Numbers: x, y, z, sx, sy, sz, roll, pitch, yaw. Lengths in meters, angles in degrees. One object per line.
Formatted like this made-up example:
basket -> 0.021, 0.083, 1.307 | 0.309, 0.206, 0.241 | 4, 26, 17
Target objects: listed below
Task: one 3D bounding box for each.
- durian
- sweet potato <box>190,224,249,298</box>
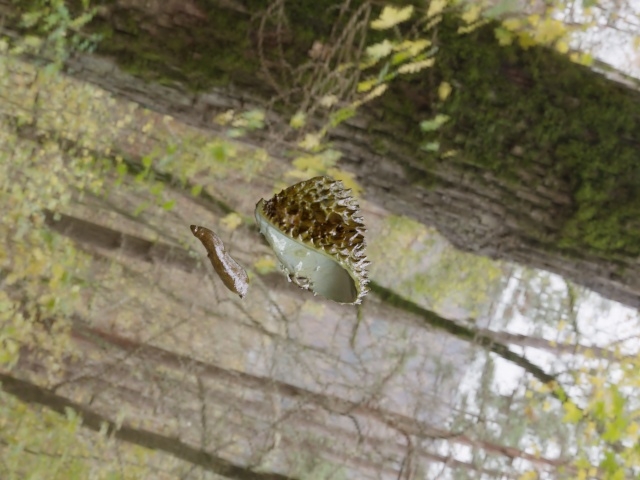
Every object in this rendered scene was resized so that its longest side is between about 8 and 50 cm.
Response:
durian -> 0.000, 0.000, 1.243 | 0.252, 0.139, 0.145 | 65, 23, -62
sweet potato -> -0.090, 0.022, 0.835 | 0.115, 0.026, 0.026 | 64, 36, -47
